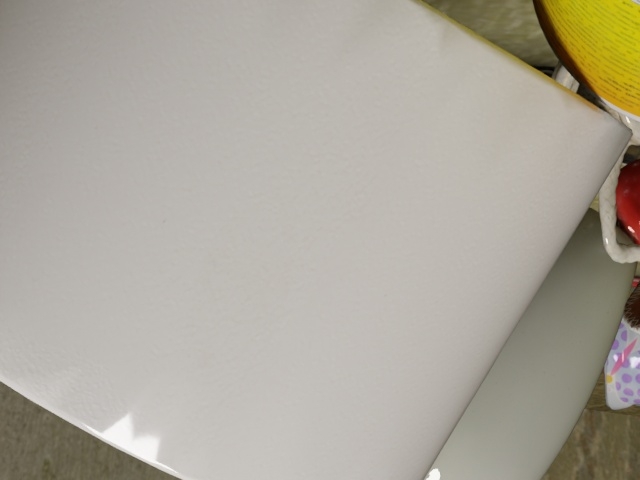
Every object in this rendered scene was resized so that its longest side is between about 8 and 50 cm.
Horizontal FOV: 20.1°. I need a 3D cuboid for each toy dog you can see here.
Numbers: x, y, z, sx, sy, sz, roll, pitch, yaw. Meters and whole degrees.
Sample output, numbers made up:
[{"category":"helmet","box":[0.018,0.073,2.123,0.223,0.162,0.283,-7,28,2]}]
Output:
[{"category":"toy dog","box":[0.130,0.054,0.835,0.334,0.161,0.220,-44,147,20]}]

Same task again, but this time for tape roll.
[{"category":"tape roll","box":[-0.033,-0.029,0.660,0.246,0.169,0.246,29,-173,-4]}]

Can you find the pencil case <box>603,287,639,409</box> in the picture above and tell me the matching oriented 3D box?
[{"category":"pencil case","box":[0.368,0.097,1.490,0.273,0.113,0.124,5,-171,16]}]

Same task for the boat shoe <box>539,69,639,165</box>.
[{"category":"boat shoe","box":[0.151,-0.065,0.940,0.125,0.046,0.038,13,177,19]}]

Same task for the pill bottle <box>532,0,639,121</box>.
[{"category":"pill bottle","box":[0.120,-0.102,0.543,0.117,0.117,0.215,7,170,8]}]

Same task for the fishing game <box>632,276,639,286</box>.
[{"category":"fishing game","box":[0.118,0.002,1.366,0.264,0.041,0.189,9,179,-40]}]
